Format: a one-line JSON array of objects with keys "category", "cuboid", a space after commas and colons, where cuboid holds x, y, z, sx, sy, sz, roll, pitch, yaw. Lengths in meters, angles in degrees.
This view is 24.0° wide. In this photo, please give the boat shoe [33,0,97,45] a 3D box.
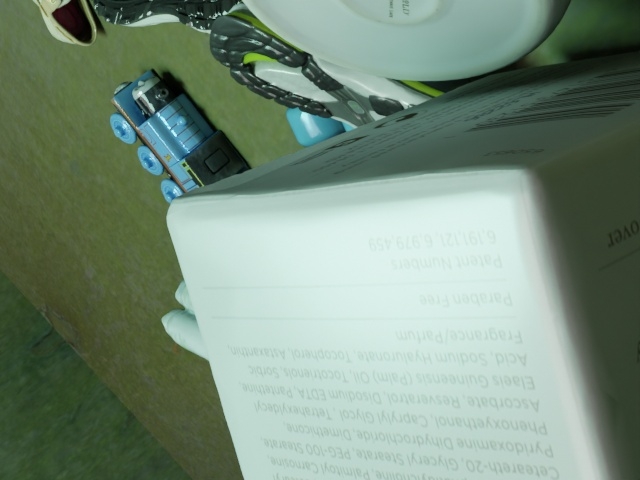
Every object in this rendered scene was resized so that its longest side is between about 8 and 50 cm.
[{"category": "boat shoe", "cuboid": [-0.303, -0.289, 1.736, 0.059, 0.063, 0.170, 29, 161, 34]}]

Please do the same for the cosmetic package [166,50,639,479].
[{"category": "cosmetic package", "cuboid": [0.164, 0.103, 0.961, 0.327, 0.329, 0.393, -4, 105, 50]}]

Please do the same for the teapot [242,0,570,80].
[{"category": "teapot", "cuboid": [0.062, -0.235, 0.991, 0.252, 0.187, 0.256, 28, 151, -29]}]

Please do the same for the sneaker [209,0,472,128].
[{"category": "sneaker", "cuboid": [0.067, -0.145, 1.229, 0.300, 0.121, 0.111, 27, 156, -1]}]

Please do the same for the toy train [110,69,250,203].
[{"category": "toy train", "cuboid": [-0.168, -0.116, 1.758, 0.184, 0.080, 0.105, 53, 149, -7]}]

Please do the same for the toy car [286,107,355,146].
[{"category": "toy car", "cuboid": [0.000, 0.000, 1.362, 0.210, 0.238, 0.219, 6, 124, 64]}]

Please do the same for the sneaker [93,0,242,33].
[{"category": "sneaker", "cuboid": [-0.119, -0.240, 1.384, 0.271, 0.108, 0.100, 20, 109, 41]}]

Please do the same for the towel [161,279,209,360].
[{"category": "towel", "cuboid": [0.062, 0.132, 1.493, 0.320, 0.090, 0.374, 11, -175, -39]}]
